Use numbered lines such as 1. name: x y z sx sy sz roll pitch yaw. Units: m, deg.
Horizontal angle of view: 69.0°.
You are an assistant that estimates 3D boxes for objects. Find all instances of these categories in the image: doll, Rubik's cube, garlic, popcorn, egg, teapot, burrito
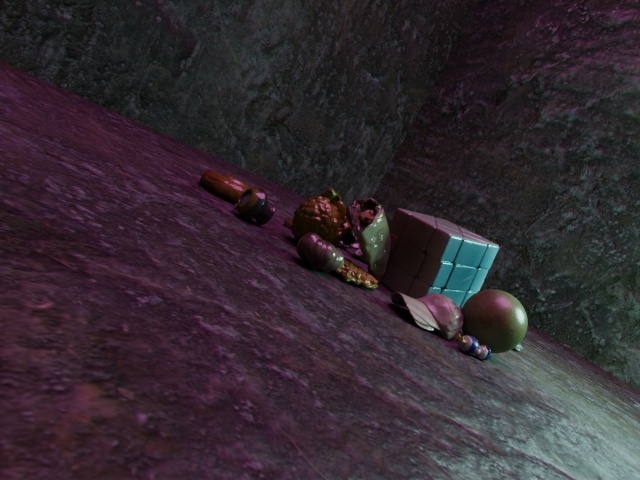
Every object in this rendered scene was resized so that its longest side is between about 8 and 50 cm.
1. doll: 0.487 0.340 1.473 0.143 0.058 0.099 31 6 -15
2. Rubik's cube: 0.455 0.083 1.884 0.321 0.316 0.319 11 16 -36
3. garlic: -0.008 0.046 1.504 0.159 0.102 0.147 37 -10 -25
4. popcorn: 0.010 -0.075 1.786 0.237 0.251 0.206 27 10 -36
5. egg: 0.602 0.282 1.635 0.218 0.218 0.295 31 -1 18
6. teapot: -0.251 -0.124 1.743 0.165 0.130 0.119 -7 -37 43
7. doll: 0.251 0.044 2.258 0.275 0.113 0.155 16 49 -55
8. burrito: 0.199 0.005 1.764 0.190 0.135 0.332 -112 -179 -46

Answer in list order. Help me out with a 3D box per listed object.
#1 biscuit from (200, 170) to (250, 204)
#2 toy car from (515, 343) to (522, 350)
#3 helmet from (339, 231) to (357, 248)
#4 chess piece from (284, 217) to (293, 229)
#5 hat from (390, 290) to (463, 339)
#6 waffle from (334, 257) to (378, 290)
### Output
1. biscuit: -0.368 -0.217 1.980 0.274 0.091 0.213 26 6 -27
2. toy car: 0.789 0.410 2.035 0.205 0.056 0.095 32 8 32
3. helmet: 0.116 -0.003 2.281 0.123 0.098 0.070 31 -23 -3
4. chess piece: -0.121 -0.068 2.060 0.083 0.038 0.083 26 6 -3
5. hat: 0.359 0.212 1.565 0.226 0.164 0.219 48 -2 -24
6. waffle: 0.096 0.106 1.663 0.237 0.059 0.243 25 10 -47
